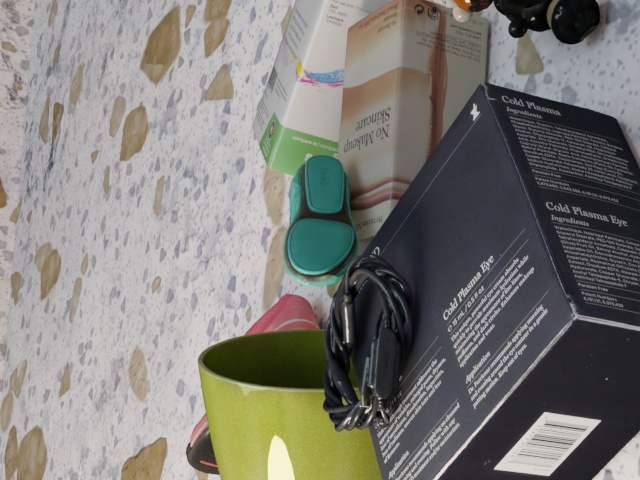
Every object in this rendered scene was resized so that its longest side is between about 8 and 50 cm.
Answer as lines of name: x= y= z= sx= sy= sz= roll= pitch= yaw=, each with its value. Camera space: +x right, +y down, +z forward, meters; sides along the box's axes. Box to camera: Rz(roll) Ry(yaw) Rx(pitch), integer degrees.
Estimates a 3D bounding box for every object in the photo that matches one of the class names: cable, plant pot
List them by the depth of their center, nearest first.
cable: x=0.046 y=0.106 z=1.562 sx=0.150 sy=0.047 sz=0.184 roll=157 pitch=118 yaw=-65
plant pot: x=-0.006 y=0.279 z=1.782 sx=0.275 sy=0.274 sz=0.294 roll=-158 pitch=66 yaw=-63

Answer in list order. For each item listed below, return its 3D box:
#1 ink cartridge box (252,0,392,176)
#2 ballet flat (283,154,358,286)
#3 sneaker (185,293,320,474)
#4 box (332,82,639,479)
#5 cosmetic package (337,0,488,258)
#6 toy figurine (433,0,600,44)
ink cartridge box: x=0.012 y=-0.237 z=2.030 sx=0.201 sy=0.117 sz=0.278 roll=-113 pitch=41 yaw=-68
ballet flat: x=0.000 y=0.000 z=1.723 sx=0.247 sy=0.083 sz=0.087 roll=-86 pitch=2 yaw=-55
sneaker: x=-0.086 y=0.205 z=2.123 sx=0.314 sy=0.116 sz=0.136 roll=-54 pitch=25 yaw=28
box: x=0.190 y=0.078 z=1.526 sx=0.343 sy=0.179 sz=0.312 roll=-56 pitch=35 yaw=38
cosmetic package: x=0.107 y=-0.127 z=1.825 sx=0.153 sy=0.129 sz=0.296 roll=-22 pitch=61 yaw=59
toy figurine: x=0.214 y=-0.326 z=1.612 sx=0.148 sy=0.209 sz=0.213 roll=38 pitch=114 yaw=54
